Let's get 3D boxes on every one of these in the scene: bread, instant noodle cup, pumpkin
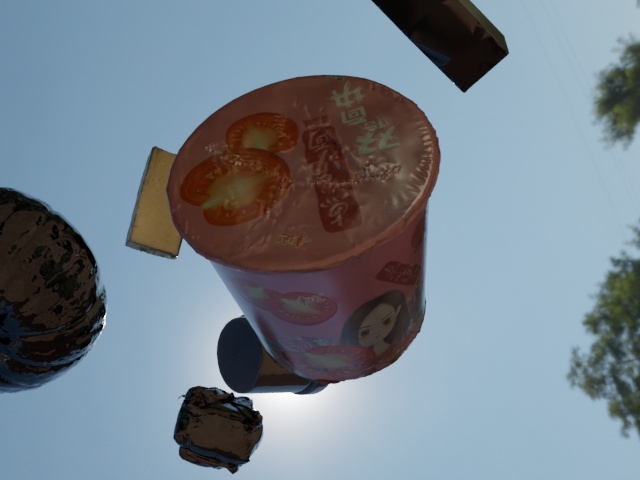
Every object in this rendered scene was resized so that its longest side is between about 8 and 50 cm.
[{"bbox_3d":[-0.204,-0.049,0.910,0.068,0.028,0.153,20,-123,-24],"label":"bread"},{"bbox_3d":[0.000,0.000,0.690,0.231,0.243,0.242,76,-159,-50],"label":"instant noodle cup"},{"bbox_3d":[-0.368,0.074,0.760,0.248,0.248,0.247,25,-127,-39],"label":"pumpkin"}]

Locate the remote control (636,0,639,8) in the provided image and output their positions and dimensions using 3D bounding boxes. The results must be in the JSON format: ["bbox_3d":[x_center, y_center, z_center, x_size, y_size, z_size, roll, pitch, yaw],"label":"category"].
[{"bbox_3d":[0.434,-0.385,0.758,0.038,0.285,0.123,35,-158,15],"label":"remote control"}]

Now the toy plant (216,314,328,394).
[{"bbox_3d":[-0.015,0.218,1.479,0.400,0.185,0.279,3,-74,-46],"label":"toy plant"}]

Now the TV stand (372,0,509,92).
[{"bbox_3d":[0.140,-0.337,0.983,0.270,0.088,0.082,39,-149,-17],"label":"TV stand"}]

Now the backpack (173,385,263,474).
[{"bbox_3d":[-0.138,0.263,0.977,0.120,0.165,0.105,17,-103,5],"label":"backpack"}]
